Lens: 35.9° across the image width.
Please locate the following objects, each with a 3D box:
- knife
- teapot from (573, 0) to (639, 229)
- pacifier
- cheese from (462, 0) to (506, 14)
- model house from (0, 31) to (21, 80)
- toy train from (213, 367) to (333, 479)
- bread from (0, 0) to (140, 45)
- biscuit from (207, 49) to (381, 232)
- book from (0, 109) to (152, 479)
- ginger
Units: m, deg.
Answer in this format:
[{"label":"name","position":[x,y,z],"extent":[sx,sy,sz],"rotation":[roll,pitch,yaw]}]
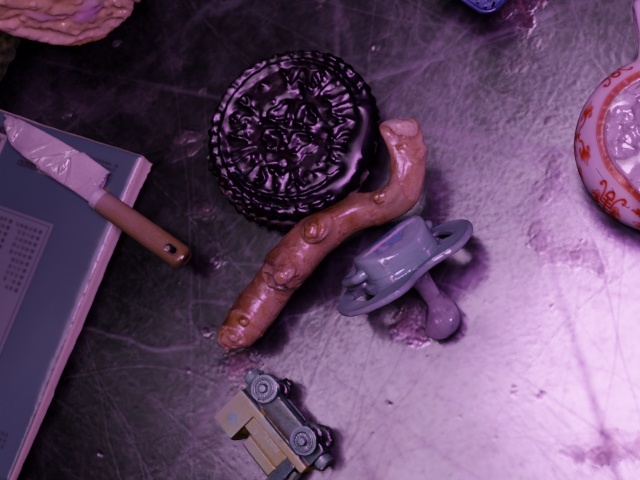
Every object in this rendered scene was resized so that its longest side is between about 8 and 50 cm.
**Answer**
[{"label":"knife","position":[-0.245,-0.061,1.063],"extent":[0.298,0.017,0.047],"rotation":[33,85,23]},{"label":"teapot","position":[0.306,-0.098,0.878],"extent":[0.159,0.116,0.245],"rotation":[-20,73,25]},{"label":"pacifier","position":[0.087,0.042,0.930],"extent":[0.150,0.127,0.116],"rotation":[-40,107,-23]},{"label":"cheese","position":[0.235,-0.362,0.980],"extent":[0.204,0.083,0.320],"rotation":[41,89,20]},{"label":"model house","position":[-0.555,-0.244,1.098],"extent":[0.321,0.266,0.261],"rotation":[-33,66,10]},{"label":"toy train","position":[-0.044,0.182,0.951],"extent":[0.081,0.050,0.122],"rotation":[-44,68,8]},{"label":"bread","position":[-0.364,-0.399,1.108],"extent":[0.165,0.236,0.375],"rotation":[-44,64,30]},{"label":"biscuit","position":[-0.028,-0.104,1.015],"extent":[0.194,0.053,0.194],"rotation":[-5,74,17]},{"label":"book","position":[-0.369,0.046,1.098],"extent":[0.264,0.031,0.379],"rotation":[19,83,22]},{"label":"ginger","position":[0.000,0.000,0.944],"extent":[0.288,0.089,0.075],"rotation":[-45,79,16]}]
